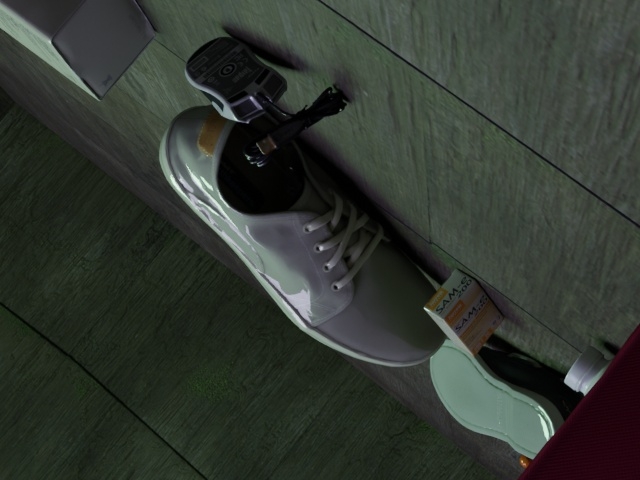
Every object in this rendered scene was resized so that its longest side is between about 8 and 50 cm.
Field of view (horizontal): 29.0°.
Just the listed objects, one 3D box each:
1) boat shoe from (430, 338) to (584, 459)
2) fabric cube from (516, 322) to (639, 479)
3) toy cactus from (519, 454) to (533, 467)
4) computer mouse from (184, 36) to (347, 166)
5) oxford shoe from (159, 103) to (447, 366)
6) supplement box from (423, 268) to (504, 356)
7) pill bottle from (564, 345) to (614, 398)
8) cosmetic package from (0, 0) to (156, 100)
[{"bbox_3d":[0.249,0.203,1.617,0.302,0.091,0.114,36,129,57],"label":"boat shoe"},{"bbox_3d":[0.266,0.146,0.704,0.254,0.258,0.259,36,171,14],"label":"fabric cube"},{"bbox_3d":[0.338,0.293,1.816,0.219,0.112,0.180,41,-169,-30],"label":"toy cactus"},{"bbox_3d":[-0.064,-0.142,1.209,0.193,0.106,0.042,43,170,44],"label":"computer mouse"},{"bbox_3d":[0.000,0.000,1.486,0.449,0.169,0.130,43,149,-20],"label":"oxford shoe"},{"bbox_3d":[0.172,0.087,1.468,0.036,0.062,0.098,33,170,43],"label":"supplement box"},{"bbox_3d":[0.308,0.159,1.252,0.116,0.065,0.065,37,171,21],"label":"pill bottle"},{"bbox_3d":[-0.360,-0.315,1.468,0.309,0.113,0.160,36,171,20],"label":"cosmetic package"}]
